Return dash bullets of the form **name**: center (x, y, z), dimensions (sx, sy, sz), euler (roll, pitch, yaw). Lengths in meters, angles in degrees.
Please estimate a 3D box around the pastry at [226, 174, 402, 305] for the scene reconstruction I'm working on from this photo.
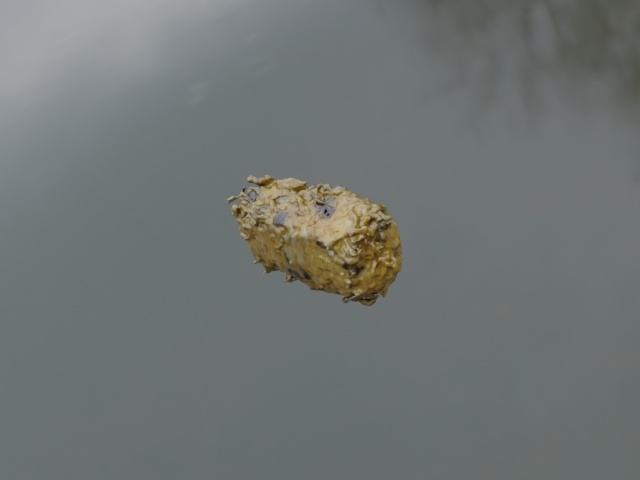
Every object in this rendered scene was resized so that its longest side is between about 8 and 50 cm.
- **pastry**: center (0.000, 0.000, 1.192), dimensions (0.056, 0.080, 0.140), euler (-41, 37, -20)
